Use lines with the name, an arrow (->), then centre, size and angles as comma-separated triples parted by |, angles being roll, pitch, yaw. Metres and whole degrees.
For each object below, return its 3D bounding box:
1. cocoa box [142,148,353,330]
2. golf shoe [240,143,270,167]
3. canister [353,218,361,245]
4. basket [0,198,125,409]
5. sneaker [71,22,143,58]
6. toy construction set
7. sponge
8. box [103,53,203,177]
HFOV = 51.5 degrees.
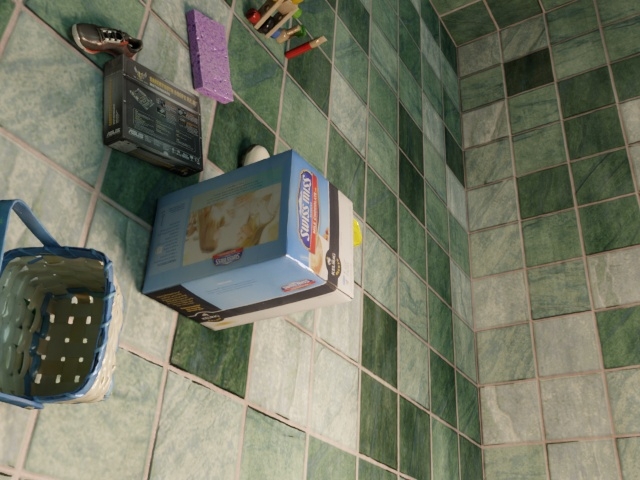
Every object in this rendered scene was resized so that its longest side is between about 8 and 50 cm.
cocoa box -> -0.137, 0.012, 1.304 | 0.228, 0.347, 0.231 | 38, 46, -47
golf shoe -> -0.125, -0.118, 1.626 | 0.105, 0.120, 0.273 | 24, 55, -53
canister -> 0.000, 0.000, 1.652 | 0.126, 0.170, 0.073 | -5, 80, -60
basket -> -0.394, 0.115, 0.925 | 0.289, 0.201, 0.254 | 88, 3, -62
sneaker -> -0.414, -0.401, 1.304 | 0.158, 0.065, 0.061 | -7, 83, -61
toy construction set -> -0.069, -0.690, 1.868 | 0.309, 0.237, 0.257 | 55, 35, -33
sponge -> -0.269, -0.447, 1.616 | 0.117, 0.031, 0.210 | 13, 66, -58
box -> -0.341, -0.251, 1.372 | 0.231, 0.056, 0.183 | 20, 59, -56
